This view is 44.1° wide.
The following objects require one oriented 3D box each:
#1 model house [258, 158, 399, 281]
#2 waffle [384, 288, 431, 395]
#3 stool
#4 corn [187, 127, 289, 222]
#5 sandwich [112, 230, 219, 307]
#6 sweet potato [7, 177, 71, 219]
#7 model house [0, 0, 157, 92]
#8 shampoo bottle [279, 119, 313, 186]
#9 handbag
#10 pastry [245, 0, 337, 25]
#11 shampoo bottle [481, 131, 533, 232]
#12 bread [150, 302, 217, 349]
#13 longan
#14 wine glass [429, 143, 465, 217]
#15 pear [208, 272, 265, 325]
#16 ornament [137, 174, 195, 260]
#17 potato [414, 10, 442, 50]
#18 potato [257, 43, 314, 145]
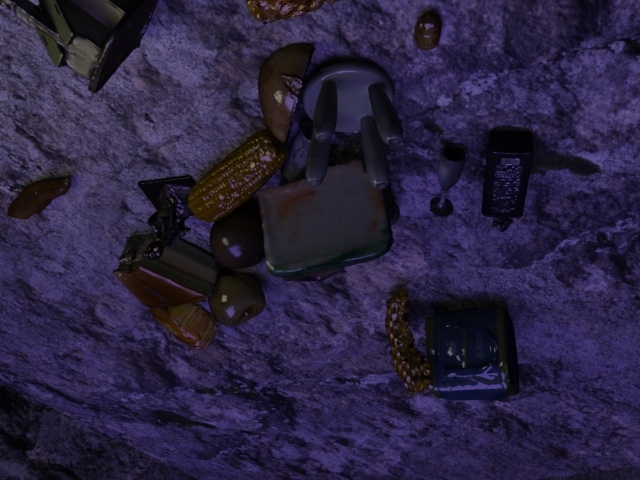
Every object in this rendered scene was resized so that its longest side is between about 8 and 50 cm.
[{"bbox_3d":[0.035,-0.029,1.894,0.312,0.245,0.280,-13,165,9],"label":"model house"},{"bbox_3d":[0.238,0.300,2.277,0.068,0.293,0.260,-10,155,-8],"label":"waffle"},{"bbox_3d":[0.063,-0.231,1.630,0.195,0.199,0.195,1,148,-8],"label":"stool"},{"bbox_3d":[-0.205,-0.148,1.898,0.120,0.121,0.363,29,140,-25],"label":"corn"},{"bbox_3d":[-0.433,0.071,2.219,0.227,0.155,0.198,-6,142,20],"label":"sandwich"},{"bbox_3d":[-0.739,-0.124,2.100,0.243,0.077,0.077,-27,132,28],"label":"sweet potato"},{"bbox_3d":[-0.471,-0.461,1.490,0.278,0.218,0.205,34,139,-10],"label":"model house"},{"bbox_3d":[-0.047,-0.189,1.846,0.072,0.072,0.214,17,144,-10],"label":"shampoo bottle"},{"bbox_3d":[0.438,0.328,2.283,0.240,0.263,0.222,-9,162,20],"label":"handbag"},{"bbox_3d":[-0.028,-0.469,1.384,0.249,0.154,0.102,-14,150,14],"label":"pastry"},{"bbox_3d":[0.426,-0.121,1.827,0.098,0.071,0.310,2,144,8],"label":"shampoo bottle"},{"bbox_3d":[-0.409,0.231,2.362,0.152,0.119,0.288,46,166,-26],"label":"bread"},{"bbox_3d":[-0.205,-0.008,2.040,0.167,0.187,0.168,1,102,5],"label":"longan"},{"bbox_3d":[0.297,-0.138,1.841,0.066,0.066,0.198,8,145,3],"label":"wine glass"},{"bbox_3d":[-0.248,0.171,2.317,0.136,0.167,0.167,46,154,30],"label":"pear"},{"bbox_3d":[-0.390,-0.034,2.033,0.153,0.196,0.166,-4,144,20],"label":"ornament"},{"bbox_3d":[0.206,-0.402,1.516,0.051,0.040,0.083,15,143,8],"label":"potato"},{"bbox_3d":[-0.096,-0.298,1.670,0.100,0.120,0.261,18,143,-3],"label":"potato"}]
